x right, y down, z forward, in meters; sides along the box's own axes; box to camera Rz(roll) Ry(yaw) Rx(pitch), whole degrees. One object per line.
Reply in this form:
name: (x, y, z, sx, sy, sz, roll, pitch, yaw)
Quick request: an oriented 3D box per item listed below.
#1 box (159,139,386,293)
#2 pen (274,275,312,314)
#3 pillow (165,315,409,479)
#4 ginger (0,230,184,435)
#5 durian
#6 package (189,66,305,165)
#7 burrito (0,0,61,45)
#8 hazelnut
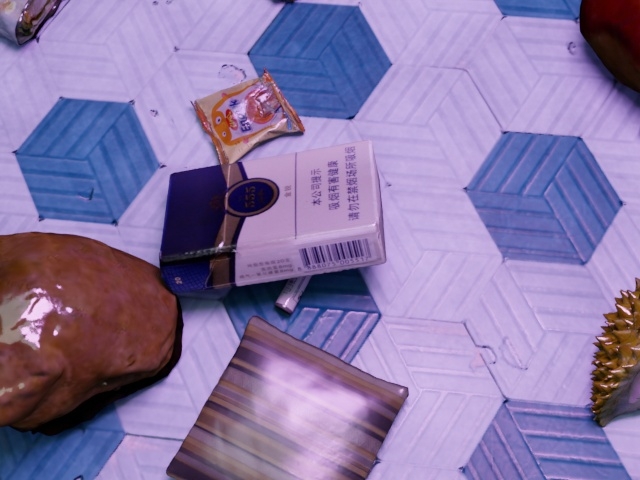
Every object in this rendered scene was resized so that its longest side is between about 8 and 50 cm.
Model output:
box: (-0.056, -0.029, 1.270, 0.259, 0.071, 0.168, -8, 42, 5)
pen: (0.000, 0.000, 1.322, 0.025, 0.025, 0.204, 24, 71, 12)
pillow: (-0.035, 0.217, 1.222, 0.208, 0.052, 0.212, 25, 74, 10)
ginger: (-0.301, 0.087, 1.205, 0.269, 0.223, 0.200, -30, 66, -6)
durian: (0.442, 0.100, 1.194, 0.306, 0.172, 0.166, -14, 92, -11)
package: (-0.095, -0.161, 1.388, 0.121, 0.031, 0.108, -25, 69, -6)
burrito: (-0.465, -0.368, 1.467, 0.229, 0.089, 0.144, 25, 69, 11)
hazelnut: (0.434, -0.282, 1.310, 0.229, 0.229, 0.229, -1, 68, 3)
